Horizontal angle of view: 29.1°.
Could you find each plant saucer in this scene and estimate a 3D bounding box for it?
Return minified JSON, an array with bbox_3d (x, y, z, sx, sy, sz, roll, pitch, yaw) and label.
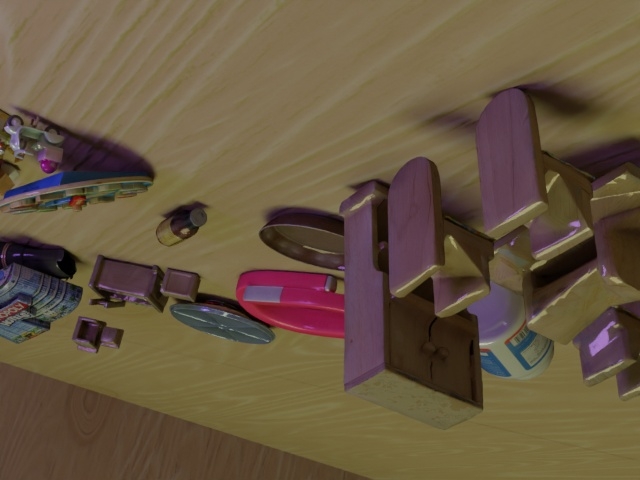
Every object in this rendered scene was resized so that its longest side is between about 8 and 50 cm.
[{"bbox_3d":[0.000,0.000,1.683,0.168,0.029,0.168,13,163,4],"label":"plant saucer"}]

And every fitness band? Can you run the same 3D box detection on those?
[{"bbox_3d":[-0.005,0.107,1.985,0.290,0.054,0.209,4,162,33],"label":"fitness band"}]

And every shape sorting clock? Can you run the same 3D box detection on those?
[{"bbox_3d":[-0.322,-0.058,1.622,0.206,0.040,0.206,-7,175,-1],"label":"shape sorting clock"}]

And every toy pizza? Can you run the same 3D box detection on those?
[{"bbox_3d":[-0.177,0.144,2.254,0.201,0.032,0.201,14,163,4],"label":"toy pizza"}]

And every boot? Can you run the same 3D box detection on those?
[{"bbox_3d":[-0.475,0.066,2.193,0.137,0.077,0.198,2,160,20],"label":"boot"}]

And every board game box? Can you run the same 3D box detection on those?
[{"bbox_3d":[-0.550,0.105,2.145,0.194,0.060,0.194,-23,146,39],"label":"board game box"}]

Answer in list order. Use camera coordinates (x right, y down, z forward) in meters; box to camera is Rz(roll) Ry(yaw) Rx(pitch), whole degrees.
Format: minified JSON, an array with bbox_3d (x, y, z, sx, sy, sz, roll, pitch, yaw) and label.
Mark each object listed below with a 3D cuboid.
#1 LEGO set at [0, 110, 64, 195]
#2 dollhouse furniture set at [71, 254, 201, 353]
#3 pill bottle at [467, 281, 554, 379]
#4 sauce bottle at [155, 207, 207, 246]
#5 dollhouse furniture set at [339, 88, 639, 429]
[{"bbox_3d":[-0.444,-0.090,1.625,0.132,0.107,0.287,22,160,-23],"label":"LEGO set"},{"bbox_3d":[-0.304,0.131,2.100,0.181,0.161,0.101,11,162,13],"label":"dollhouse furniture set"},{"bbox_3d":[0.251,0.119,1.692,0.124,0.124,0.221,6,160,25],"label":"pill bottle"},{"bbox_3d":[-0.195,-0.021,1.751,0.042,0.042,0.128,22,160,-24],"label":"sauce bottle"},{"bbox_3d":[0.212,0.007,1.348,0.362,0.257,0.394,25,139,-31],"label":"dollhouse furniture set"}]
